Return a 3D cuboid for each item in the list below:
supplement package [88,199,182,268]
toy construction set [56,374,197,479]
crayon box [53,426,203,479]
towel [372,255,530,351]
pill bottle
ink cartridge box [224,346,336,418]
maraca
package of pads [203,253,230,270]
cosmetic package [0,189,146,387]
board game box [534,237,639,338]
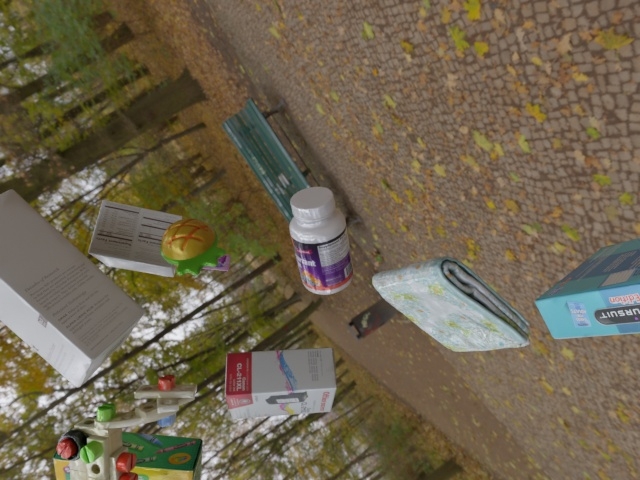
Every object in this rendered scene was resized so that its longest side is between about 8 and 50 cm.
[{"bbox_3d":[-0.504,0.006,1.234,0.203,0.145,0.262,12,167,-15],"label":"supplement package"},{"bbox_3d":[-0.321,0.398,0.745,0.151,0.214,0.328,41,-128,-73],"label":"toy construction set"},{"bbox_3d":[-0.398,0.496,0.924,0.081,0.278,0.166,-91,10,-65],"label":"crayon box"},{"bbox_3d":[0.369,0.196,1.268,0.374,0.090,0.320,39,151,-14],"label":"towel"},{"bbox_3d":[0.000,0.000,0.840,0.108,0.108,0.194,42,151,50],"label":"pill bottle"},{"bbox_3d":[-0.065,0.240,0.733,0.128,0.174,0.072,95,171,-52],"label":"ink cartridge box"},{"bbox_3d":[-0.279,0.015,0.950,0.185,0.127,0.099,42,154,46],"label":"maraca"},{"bbox_3d":[-0.305,0.060,1.265,0.083,0.050,0.032,9,-179,-38],"label":"package of pads"},{"bbox_3d":[-0.591,0.107,0.936,0.385,0.156,0.217,42,134,-5],"label":"cosmetic package"},{"bbox_3d":[0.554,0.050,0.669,0.079,0.253,0.336,64,151,2],"label":"board game box"}]
